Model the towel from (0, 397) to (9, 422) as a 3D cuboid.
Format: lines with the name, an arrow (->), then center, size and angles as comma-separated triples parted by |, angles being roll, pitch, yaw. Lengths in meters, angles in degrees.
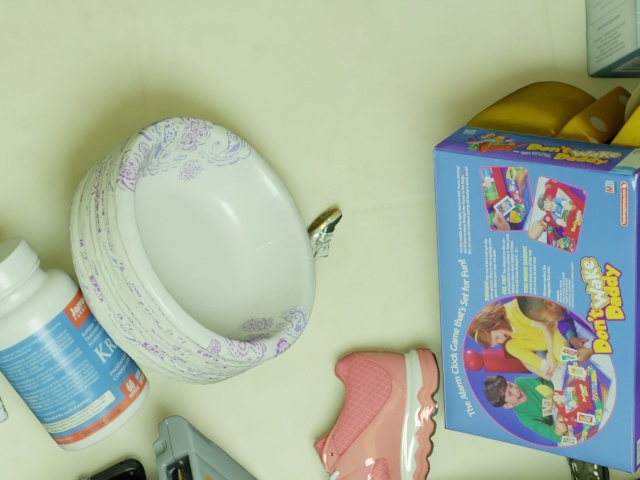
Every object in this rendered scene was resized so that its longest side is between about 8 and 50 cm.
towel -> -0.492, 0.109, 1.787 | 0.235, 0.121, 0.284 | -18, 88, -10

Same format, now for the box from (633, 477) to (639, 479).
box -> 0.423, 0.315, 1.949 | 0.137, 0.027, 0.094 | -18, 56, -11

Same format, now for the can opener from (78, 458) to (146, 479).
can opener -> -0.275, 0.301, 1.840 | 0.186, 0.073, 0.059 | -24, 97, -2

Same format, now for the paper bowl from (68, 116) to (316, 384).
paper bowl -> -0.151, 0.020, 1.800 | 0.284, 0.148, 0.284 | 28, 47, -36

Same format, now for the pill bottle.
pill bottle -> -0.294, 0.109, 1.792 | 0.124, 0.124, 0.221 | -38, 109, -11

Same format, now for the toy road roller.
toy road roller -> 0.306, -0.111, 1.854 | 0.240, 0.202, 0.329 | 42, 124, 10

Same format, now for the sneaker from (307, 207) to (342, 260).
sneaker -> 0.000, 0.000, 1.929 | 0.037, 0.032, 0.083 | 44, 84, -17

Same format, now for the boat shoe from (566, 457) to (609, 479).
boat shoe -> 0.314, 0.246, 1.946 | 0.056, 0.049, 0.152 | -16, 87, -9

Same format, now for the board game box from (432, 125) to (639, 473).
board game box -> 0.247, 0.062, 1.794 | 0.233, 0.078, 0.347 | 11, 117, 30

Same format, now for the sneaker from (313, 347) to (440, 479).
sneaker -> 0.055, 0.274, 1.885 | 0.136, 0.116, 0.314 | 7, 77, 1

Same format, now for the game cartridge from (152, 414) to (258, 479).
game cartridge -> -0.090, 0.345, 1.746 | 0.062, 0.297, 0.198 | -32, 136, 16

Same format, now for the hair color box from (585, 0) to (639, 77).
hair color box -> 0.388, -0.392, 1.947 | 0.113, 0.185, 0.374 | -1, 85, -9
